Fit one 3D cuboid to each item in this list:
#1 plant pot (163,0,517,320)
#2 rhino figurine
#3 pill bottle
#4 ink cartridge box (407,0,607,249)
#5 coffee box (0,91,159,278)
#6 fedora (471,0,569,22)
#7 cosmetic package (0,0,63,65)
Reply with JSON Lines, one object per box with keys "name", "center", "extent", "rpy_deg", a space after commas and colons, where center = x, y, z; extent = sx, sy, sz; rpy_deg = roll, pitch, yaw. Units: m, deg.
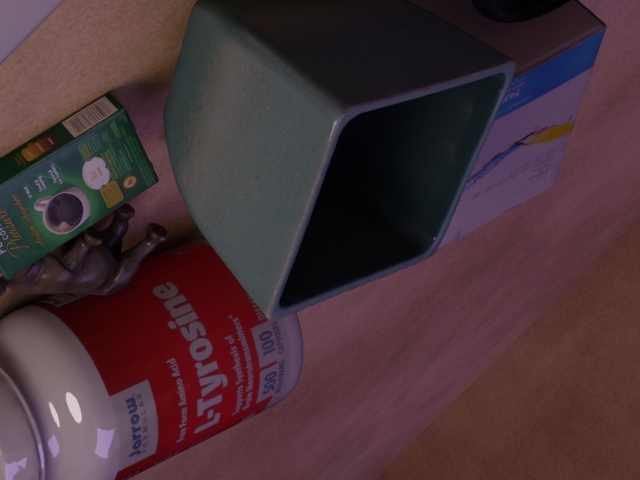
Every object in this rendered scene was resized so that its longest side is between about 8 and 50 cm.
{"name": "plant pot", "center": [-0.013, -0.119, 1.503], "extent": [0.247, 0.252, 0.248], "rpy_deg": [-21, 142, -42]}
{"name": "rhino figurine", "center": [-0.278, 0.016, 1.643], "extent": [0.243, 0.073, 0.106], "rpy_deg": [-1, 135, -53]}
{"name": "pill bottle", "center": [-0.237, 0.156, 1.794], "extent": [0.407, 0.229, 0.229], "rpy_deg": [-24, 156, -37]}
{"name": "ink cartridge box", "center": [0.162, -0.169, 1.760], "extent": [0.197, 0.198, 0.270], "rpy_deg": [-29, 151, -25]}
{"name": "coffee box", "center": [-0.258, -0.054, 1.521], "extent": [0.184, 0.040, 0.113], "rpy_deg": [-35, 140, -12]}
{"name": "fedora", "center": [0.245, -0.379, 1.547], "extent": [0.334, 0.152, 0.334], "rpy_deg": [-36, 160, -15]}
{"name": "cosmetic package", "center": [-0.324, -0.229, 0.769], "extent": [0.161, 0.230, 0.453], "rpy_deg": [-43, 160, 15]}
